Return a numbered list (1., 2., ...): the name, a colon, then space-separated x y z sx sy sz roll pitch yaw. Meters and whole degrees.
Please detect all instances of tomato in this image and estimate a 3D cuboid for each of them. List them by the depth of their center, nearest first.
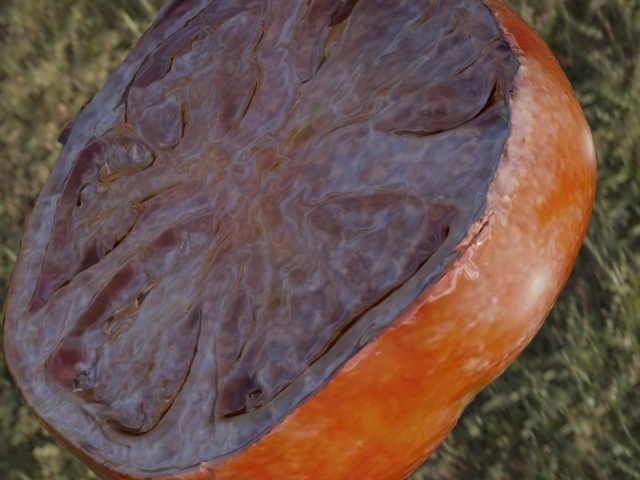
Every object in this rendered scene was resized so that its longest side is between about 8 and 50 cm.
1. tomato: 0.000 0.000 0.697 0.236 0.095 0.237 -26 45 29
